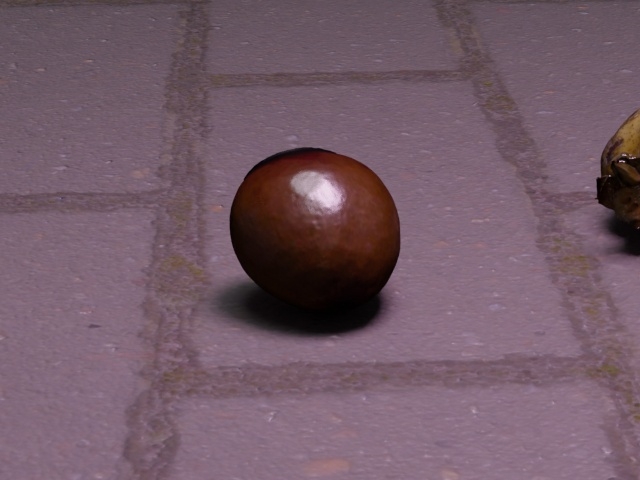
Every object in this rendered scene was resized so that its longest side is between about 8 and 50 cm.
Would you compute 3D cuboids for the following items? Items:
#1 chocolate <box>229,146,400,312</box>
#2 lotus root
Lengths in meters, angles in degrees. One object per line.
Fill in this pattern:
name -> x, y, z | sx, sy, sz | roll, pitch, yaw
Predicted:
chocolate -> 0.000, 0.000, 1.850 | 0.177, 0.176, 0.177 | -1, 20, 0
lotus root -> 0.369, -0.076, 2.040 | 0.154, 0.154, 0.278 | 10, 21, 27
